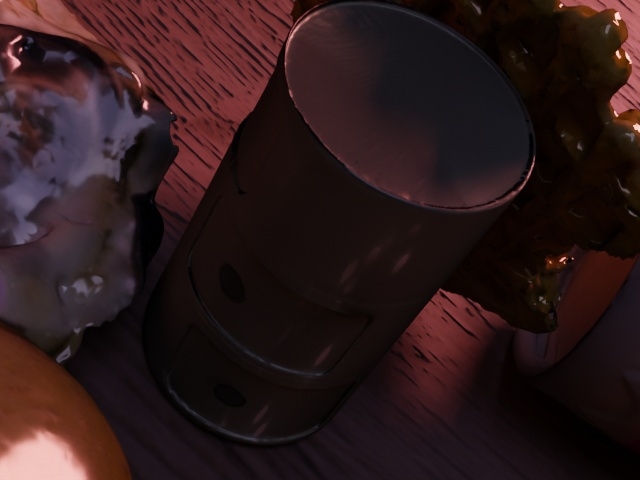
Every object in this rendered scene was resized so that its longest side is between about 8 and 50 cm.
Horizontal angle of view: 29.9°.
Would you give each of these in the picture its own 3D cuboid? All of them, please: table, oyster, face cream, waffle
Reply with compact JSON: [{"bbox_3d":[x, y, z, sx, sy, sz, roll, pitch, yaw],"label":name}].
[{"bbox_3d":[0.000,0.000,0.604,0.126,0.220,0.126,15,49,-18],"label":"table"},{"bbox_3d":[-0.178,-0.063,0.615,0.238,0.114,0.351,29,50,-54],"label":"oyster"},{"bbox_3d":[0.241,0.057,0.724,0.195,0.175,0.175,30,46,-5],"label":"face cream"},{"bbox_3d":[0.080,-0.057,0.658,0.051,0.291,0.291,-38,78,-24],"label":"waffle"}]

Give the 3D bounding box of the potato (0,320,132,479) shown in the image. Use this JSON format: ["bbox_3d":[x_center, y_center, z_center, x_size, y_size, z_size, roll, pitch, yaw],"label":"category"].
[{"bbox_3d":[-0.149,0.167,0.406,0.218,0.202,0.351,-19,73,-25],"label":"potato"}]
